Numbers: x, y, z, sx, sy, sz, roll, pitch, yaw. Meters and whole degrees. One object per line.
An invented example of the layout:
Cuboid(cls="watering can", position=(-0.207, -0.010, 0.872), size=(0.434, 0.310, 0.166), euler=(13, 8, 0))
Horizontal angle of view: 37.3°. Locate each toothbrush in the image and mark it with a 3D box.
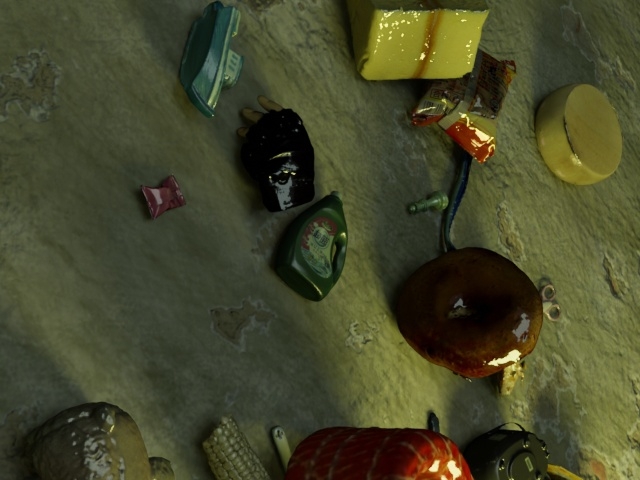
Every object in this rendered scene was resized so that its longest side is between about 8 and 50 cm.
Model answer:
Cuboid(cls="toothbrush", position=(-0.023, 0.457, 1.608), size=(0.030, 0.030, 0.303), euler=(-20, 91, -41))

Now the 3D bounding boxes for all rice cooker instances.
Cuboid(cls="rice cooker", position=(0.364, 0.446, 1.876), size=(0.203, 0.118, 0.142), euler=(-26, 95, -38))

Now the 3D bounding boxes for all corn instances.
Cuboid(cls="corn", position=(-0.128, 0.381, 1.513), size=(0.087, 0.087, 0.210), euler=(-33, 94, -40))

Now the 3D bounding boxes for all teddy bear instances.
Cuboid(cls="teddy bear", position=(-0.303, 0.358, 1.320), size=(0.236, 0.151, 0.267), euler=(-16, 87, -39))

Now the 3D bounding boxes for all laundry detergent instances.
Cuboid(cls="laundry detergent", position=(0.000, 0.000, 1.734), size=(0.137, 0.063, 0.210), euler=(44, 52, -25))

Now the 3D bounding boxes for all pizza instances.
Cuboid(cls="pizza", position=(0.398, 0.205, 1.961), size=(0.069, 0.147, 0.226), euler=(-1, 73, -1))

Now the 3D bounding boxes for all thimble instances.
Cuboid(cls="thimble", position=(0.105, 0.468, 1.534), size=(0.350, 0.231, 0.349), euler=(19, 67, -54))

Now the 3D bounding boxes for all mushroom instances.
Cuboid(cls="mushroom", position=(0.284, 0.138, 1.834), size=(0.268, 0.254, 0.267), euler=(0, 84, -2))

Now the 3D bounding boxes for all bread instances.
Cuboid(cls="bread", position=(0.181, -0.459, 1.948), size=(0.264, 0.198, 0.236), euler=(-4, 48, -18))

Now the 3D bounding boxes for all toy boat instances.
Cuboid(cls="toy boat", position=(-0.176, -0.310, 1.652), size=(0.102, 0.088, 0.215), euler=(29, 60, -35))

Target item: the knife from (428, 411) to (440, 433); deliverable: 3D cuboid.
Cuboid(cls="knife", position=(0.224, 0.394, 1.840), size=(0.031, 0.018, 0.121), euler=(12, 70, -30))

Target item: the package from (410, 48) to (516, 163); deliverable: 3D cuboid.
Cuboid(cls="package", position=(0.317, -0.325, 2.043), size=(0.223, 0.108, 0.288), euler=(25, 65, -17))

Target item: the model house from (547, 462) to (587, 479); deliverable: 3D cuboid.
Cuboid(cls="model house", position=(0.524, 0.579, 1.949), size=(0.136, 0.219, 0.207), euler=(-54, 142, -17))

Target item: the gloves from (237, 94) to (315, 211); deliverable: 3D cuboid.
Cuboid(cls="gloves", position=(-0.078, -0.160, 1.684), size=(0.164, 0.124, 0.203), euler=(-26, 103, -59))

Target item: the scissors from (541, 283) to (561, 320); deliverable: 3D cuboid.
Cuboid(cls="scissors", position=(0.486, 0.154, 2.122), size=(0.176, 0.022, 0.085), euler=(-16, 92, -45))

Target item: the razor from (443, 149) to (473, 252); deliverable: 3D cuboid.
Cuboid(cls="razor", position=(0.295, -0.076, 2.009), size=(0.056, 0.093, 0.324), euler=(10, 63, 0))

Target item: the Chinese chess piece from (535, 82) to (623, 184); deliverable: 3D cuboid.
Cuboid(cls="Chinese chess piece", position=(0.630, -0.258, 2.307), size=(0.251, 0.097, 0.250), euler=(11, 72, -37))

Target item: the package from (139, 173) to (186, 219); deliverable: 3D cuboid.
Cuboid(cls="package", position=(-0.260, -0.073, 1.556), size=(0.083, 0.029, 0.059), euler=(-29, 100, -50))

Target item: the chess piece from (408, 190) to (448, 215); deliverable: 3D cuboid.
Cuboid(cls="chess piece", position=(0.217, -0.075, 1.951), size=(0.093, 0.042, 0.042), euler=(-16, 89, -35))
